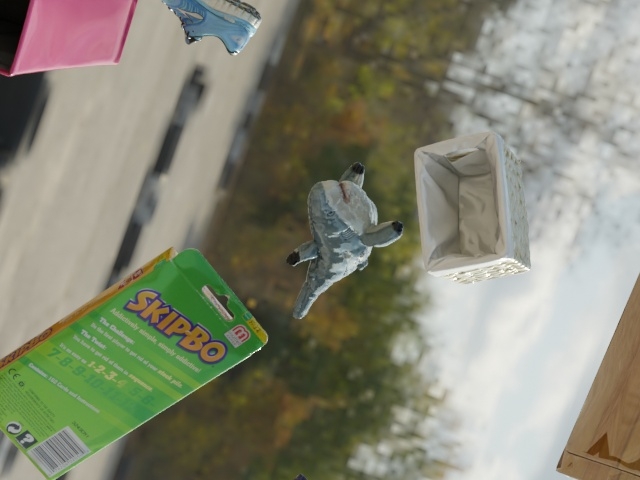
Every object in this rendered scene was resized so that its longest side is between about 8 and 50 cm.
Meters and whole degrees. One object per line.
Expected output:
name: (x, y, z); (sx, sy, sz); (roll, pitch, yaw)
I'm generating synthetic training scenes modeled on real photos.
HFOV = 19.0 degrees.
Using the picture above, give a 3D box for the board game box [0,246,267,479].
board game box: (-0.185, 0.110, 1.763); (0.259, 0.124, 0.039); (-32, -157, 15)

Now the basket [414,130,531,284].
basket: (0.190, -0.035, 2.364); (0.103, 0.113, 0.167); (32, 50, -60)

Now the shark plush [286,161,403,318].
shark plush: (0.000, 0.000, 1.512); (0.073, 0.067, 0.161); (64, -31, 17)

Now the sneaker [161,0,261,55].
sneaker: (-0.155, -0.269, 2.270); (0.073, 0.162, 0.063); (-66, 175, 14)

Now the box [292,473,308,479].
box: (-0.003, 0.349, 1.531); (0.184, 0.261, 0.103); (-40, 175, -25)

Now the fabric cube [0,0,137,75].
fabric cube: (-0.372, -0.359, 2.278); (0.258, 0.259, 0.254); (-22, 131, -65)

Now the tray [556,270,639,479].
tray: (0.294, -0.011, 1.290); (0.411, 0.076, 0.203); (-66, -171, -5)
